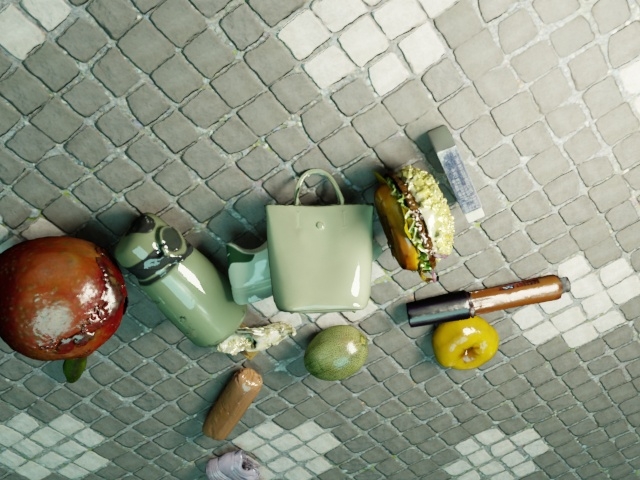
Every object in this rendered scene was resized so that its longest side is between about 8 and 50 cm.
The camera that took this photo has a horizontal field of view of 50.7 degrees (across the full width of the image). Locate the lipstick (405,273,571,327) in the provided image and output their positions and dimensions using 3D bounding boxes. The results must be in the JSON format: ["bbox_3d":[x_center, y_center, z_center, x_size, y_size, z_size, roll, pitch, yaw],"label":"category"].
[{"bbox_3d":[0.426,0.152,1.724,0.419,0.077,0.077,-12,128,2],"label":"lipstick"}]

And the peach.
[{"bbox_3d":[0.383,0.273,1.798,0.179,0.103,0.179,-3,124,-5],"label":"peach"}]

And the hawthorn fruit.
[{"bbox_3d":[-0.584,0.125,1.474,0.316,0.316,0.315,-3,128,-3],"label":"hawthorn fruit"}]

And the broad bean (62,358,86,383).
[{"bbox_3d":[-0.623,0.290,1.748,0.065,0.046,0.254,14,126,-32],"label":"broad bean"}]

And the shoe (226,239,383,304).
[{"bbox_3d":[-0.044,0.021,1.558,0.363,0.132,0.160,-17,98,-8],"label":"shoe"}]

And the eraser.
[{"bbox_3d":[0.297,-0.143,1.469,0.046,0.091,0.212,-24,128,12],"label":"eraser"}]

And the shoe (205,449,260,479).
[{"bbox_3d":[-0.232,0.741,2.113,0.138,0.095,0.245,-33,118,22],"label":"shoe"}]

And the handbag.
[{"bbox_3d":[0.000,0.000,1.451,0.241,0.109,0.315,-1,91,-7],"label":"handbag"}]

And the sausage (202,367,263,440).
[{"bbox_3d":[-0.249,0.462,1.896,0.086,0.086,0.289,20,123,-20],"label":"sausage"}]

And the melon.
[{"bbox_3d":[0.047,0.290,1.755,0.192,0.139,0.139,-29,125,20],"label":"melon"}]

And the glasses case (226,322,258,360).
[{"bbox_3d":[-0.219,0.238,1.745,0.064,0.041,0.170,-45,123,-3],"label":"glasses case"}]

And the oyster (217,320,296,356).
[{"bbox_3d":[-0.173,0.246,1.727,0.200,0.061,0.106,14,115,-25],"label":"oyster"}]

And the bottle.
[{"bbox_3d":[-0.325,0.086,1.543,0.169,0.168,0.347,-28,123,16],"label":"bottle"}]

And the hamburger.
[{"bbox_3d":[0.207,-0.040,1.452,0.139,0.243,0.261,-20,136,-2],"label":"hamburger"}]
